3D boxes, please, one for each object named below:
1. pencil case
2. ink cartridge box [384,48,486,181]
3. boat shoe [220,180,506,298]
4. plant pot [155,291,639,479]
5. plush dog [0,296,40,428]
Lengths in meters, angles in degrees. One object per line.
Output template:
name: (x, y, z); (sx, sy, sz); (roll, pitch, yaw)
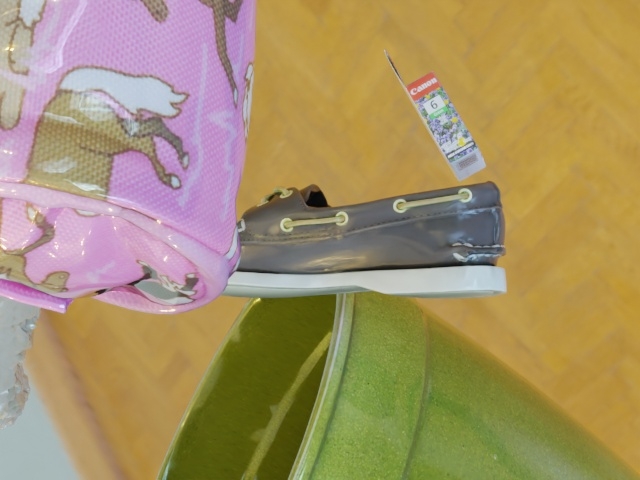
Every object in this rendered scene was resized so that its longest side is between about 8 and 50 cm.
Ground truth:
pencil case: (-0.089, -0.170, 0.526); (0.167, 0.386, 0.160); (-2, 166, 29)
ink cartridge box: (0.095, -0.109, 1.179); (0.115, 0.029, 0.063); (62, -175, 16)
boat shoe: (0.000, 0.000, 0.863); (0.228, 0.081, 0.068); (0, 85, 18)
plant pot: (0.081, 0.232, 1.062); (0.353, 0.366, 0.366); (25, 152, -14)
plush dog: (-0.320, -0.002, 1.202); (0.262, 0.210, 0.225); (45, 178, -38)
